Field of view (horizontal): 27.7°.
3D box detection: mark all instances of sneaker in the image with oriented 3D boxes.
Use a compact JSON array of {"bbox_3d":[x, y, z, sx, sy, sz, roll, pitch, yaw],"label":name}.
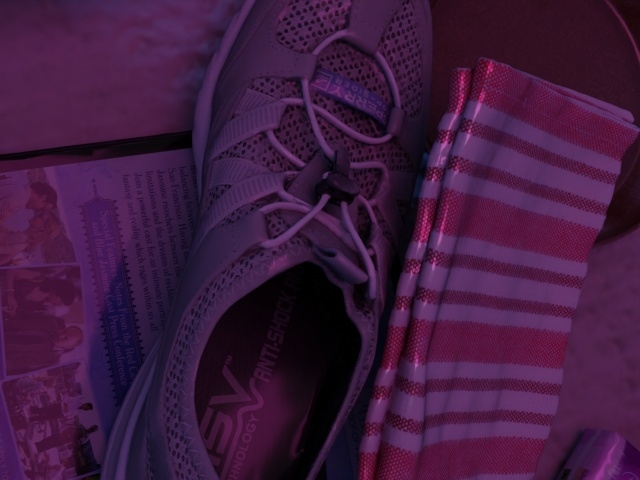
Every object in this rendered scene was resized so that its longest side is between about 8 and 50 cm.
[{"bbox_3d":[0.000,0.000,0.520,0.105,0.115,0.281,18,77,-20],"label":"sneaker"}]

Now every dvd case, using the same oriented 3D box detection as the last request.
[{"bbox_3d":[-0.076,0.045,0.559,0.253,0.022,0.180,-10,87,-24],"label":"dvd case"}]

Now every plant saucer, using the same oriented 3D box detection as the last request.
[{"bbox_3d":[0.112,-0.077,0.649,0.168,0.029,0.168,3,83,-24],"label":"plant saucer"}]

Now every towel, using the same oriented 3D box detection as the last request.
[{"bbox_3d":[0.078,0.028,0.561,0.144,0.029,0.197,7,98,-55],"label":"towel"}]

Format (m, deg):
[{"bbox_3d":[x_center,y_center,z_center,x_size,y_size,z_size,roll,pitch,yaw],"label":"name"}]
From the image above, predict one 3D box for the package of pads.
[{"bbox_3d":[0.133,0.139,0.633,0.050,0.032,0.083,42,70,-17],"label":"package of pads"}]
